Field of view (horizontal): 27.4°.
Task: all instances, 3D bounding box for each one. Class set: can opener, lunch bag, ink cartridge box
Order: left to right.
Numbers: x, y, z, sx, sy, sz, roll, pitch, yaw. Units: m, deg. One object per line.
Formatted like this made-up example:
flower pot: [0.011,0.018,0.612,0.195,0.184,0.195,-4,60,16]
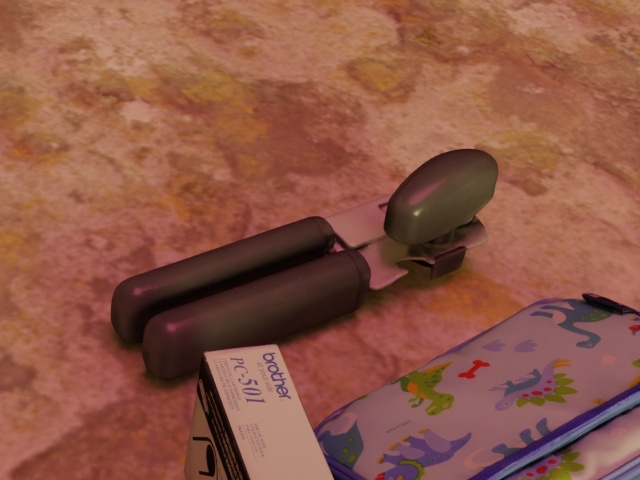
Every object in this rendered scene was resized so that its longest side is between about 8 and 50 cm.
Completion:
ink cartridge box: [-0.018,0.158,0.657,0.046,0.097,0.207,-5,41,-21]
can opener: [0.000,0.000,0.861,0.283,0.095,0.076,-19,47,-34]
lunch bag: [0.119,0.115,0.695,0.219,0.090,0.176,-23,26,-23]
